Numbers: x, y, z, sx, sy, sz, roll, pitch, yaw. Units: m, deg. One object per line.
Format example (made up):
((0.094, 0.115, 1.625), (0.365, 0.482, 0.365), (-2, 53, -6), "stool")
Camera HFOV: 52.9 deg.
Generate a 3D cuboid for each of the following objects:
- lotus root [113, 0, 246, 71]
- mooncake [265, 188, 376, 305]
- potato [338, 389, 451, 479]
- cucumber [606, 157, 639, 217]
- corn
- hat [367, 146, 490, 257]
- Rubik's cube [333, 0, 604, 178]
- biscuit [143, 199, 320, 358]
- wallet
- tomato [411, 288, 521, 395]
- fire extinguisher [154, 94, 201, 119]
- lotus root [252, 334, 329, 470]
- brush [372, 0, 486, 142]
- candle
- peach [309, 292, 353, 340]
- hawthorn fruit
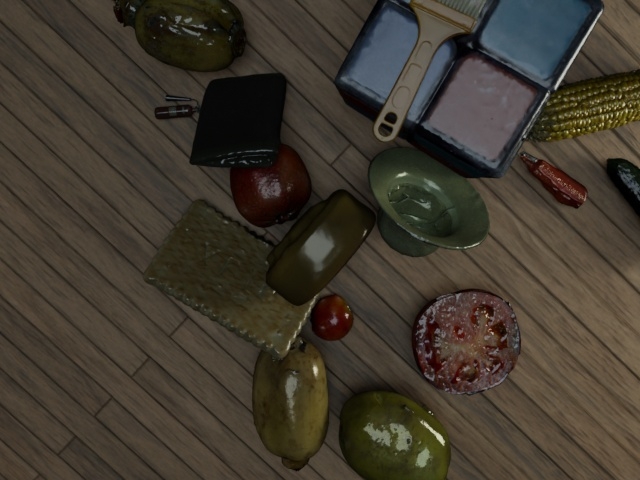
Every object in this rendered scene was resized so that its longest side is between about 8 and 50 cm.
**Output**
((-0.276, -0.409, 1.219), (0.277, 0.154, 0.154), (16, 98, 0), "lotus root")
((0.000, 0.000, 1.202), (0.117, 0.235, 0.235), (40, 98, -2), "mooncake")
((0.148, 0.405, 1.305), (0.228, 0.149, 0.197), (7, 111, 3), "potato")
((0.645, -0.067, 1.263), (0.067, 0.067, 0.245), (-33, 94, 6), "cucumber")
((0.532, -0.260, 1.220), (0.317, 0.115, 0.115), (-13, 97, 2), "corn")
((0.181, -0.046, 1.239), (0.257, 0.257, 0.130), (29, 134, -2), "hat")
((0.233, -0.312, 1.115), (0.318, 0.313, 0.316), (30, 97, 2), "Rubik's cube")
((-0.165, 0.073, 1.281), (0.324, 0.044, 0.217), (29, 62, -2), "biscuit")
((-0.149, -0.230, 1.215), (0.168, 0.245, 0.052), (-3, 140, 7), "wallet")
((0.291, 0.197, 1.303), (0.224, 0.085, 0.225), (0, 96, -1), "tomato")
((-0.283, -0.271, 1.297), (0.100, 0.032, 0.046), (-5, 63, 3), "fire extinguisher")
((-0.061, 0.332, 1.306), (0.146, 0.160, 0.285), (-11, 104, -35), "lotus root")
((0.149, -0.272, 0.965), (0.103, 0.013, 0.272), (27, 98, 4), "brush")
((0.455, -0.121, 1.271), (0.162, 0.048, 0.053), (36, 115, -3), "candle")
((0.022, 0.163, 1.321), (0.098, 0.061, 0.098), (-1, 101, -4), "peach")
((-0.102, -0.127, 1.250), (0.156, 0.157, 0.194), (-15, 82, 4), "hawthorn fruit")
